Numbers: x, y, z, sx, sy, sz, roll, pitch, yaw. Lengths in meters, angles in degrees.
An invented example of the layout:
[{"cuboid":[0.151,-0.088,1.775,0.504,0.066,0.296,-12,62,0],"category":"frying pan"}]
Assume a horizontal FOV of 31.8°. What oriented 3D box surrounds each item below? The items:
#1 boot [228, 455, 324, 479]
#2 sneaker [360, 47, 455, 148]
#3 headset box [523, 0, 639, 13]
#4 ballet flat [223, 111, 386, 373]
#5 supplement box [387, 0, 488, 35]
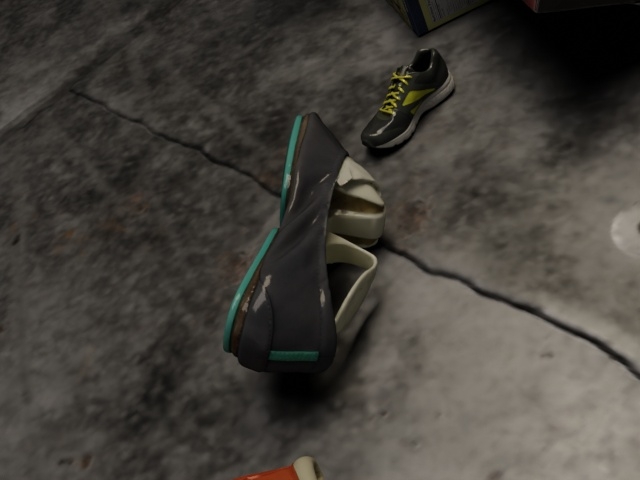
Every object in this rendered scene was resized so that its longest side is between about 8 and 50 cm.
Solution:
[{"cuboid":[-0.015,0.154,0.469,0.084,0.059,0.158,-22,37,-2],"category":"boot"},{"cuboid":[0.052,-0.093,0.725,0.031,0.035,0.083,19,57,43],"category":"sneaker"},{"cuboid":[0.193,-0.248,0.711,0.218,0.110,0.293,-8,37,-12],"category":"headset box"},{"cuboid":[0.000,0.000,0.633,0.074,0.074,0.203,-10,35,19],"category":"ballet flat"},{"cuboid":[0.085,-0.205,0.816,0.083,0.056,0.083,-26,39,-1],"category":"supplement box"}]
